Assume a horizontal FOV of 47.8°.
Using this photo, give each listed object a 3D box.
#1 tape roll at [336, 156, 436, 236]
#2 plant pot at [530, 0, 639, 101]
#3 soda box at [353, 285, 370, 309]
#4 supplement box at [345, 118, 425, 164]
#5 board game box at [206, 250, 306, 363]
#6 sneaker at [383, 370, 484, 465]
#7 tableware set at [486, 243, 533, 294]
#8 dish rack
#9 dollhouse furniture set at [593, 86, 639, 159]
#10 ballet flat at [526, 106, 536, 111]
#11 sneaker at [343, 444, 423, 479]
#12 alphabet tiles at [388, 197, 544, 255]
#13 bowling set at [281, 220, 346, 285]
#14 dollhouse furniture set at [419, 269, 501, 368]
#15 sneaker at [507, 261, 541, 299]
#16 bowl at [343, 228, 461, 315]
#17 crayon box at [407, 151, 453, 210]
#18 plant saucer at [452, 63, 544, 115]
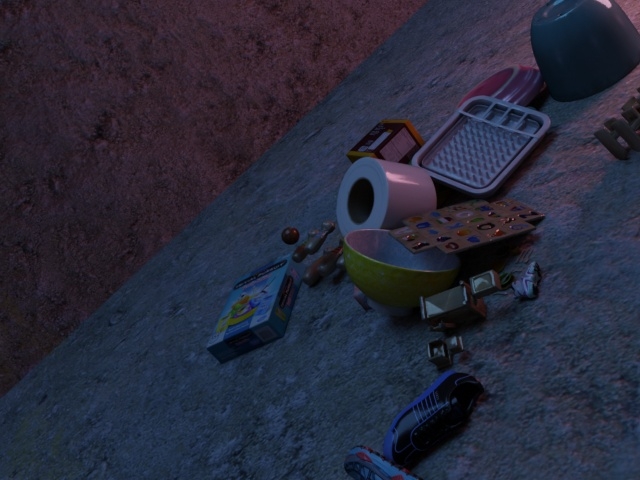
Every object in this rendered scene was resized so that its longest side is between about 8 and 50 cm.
[{"bbox_3d":[0.178,-0.098,1.990,0.246,0.169,0.246,-15,72,56],"label":"tape roll"},{"bbox_3d":[0.746,-0.585,2.083,0.293,0.235,0.293,-33,24,17],"label":"plant pot"},{"bbox_3d":[0.133,0.107,1.971,0.063,0.058,0.183,-31,25,21],"label":"soda box"},{"bbox_3d":[0.229,-0.310,2.502,0.194,0.129,0.191,-44,23,-11],"label":"supplement box"},{"bbox_3d":[-0.198,0.205,2.268,0.254,0.079,0.336,-27,26,28],"label":"board game box"},{"bbox_3d":[0.216,0.341,1.378,0.232,0.081,0.090,-46,16,-18],"label":"sneaker"},{"bbox_3d":[0.416,0.065,1.660,0.104,0.024,0.154,-5,41,54],"label":"tableware set"},{"bbox_3d":[0.453,-0.257,2.034,0.286,0.072,0.333,30,67,39],"label":"dish rack"},{"bbox_3d":[0.795,-0.281,1.632,0.212,0.161,0.242,-44,1,-11],"label":"dollhouse furniture set"},{"bbox_3d":[0.570,-0.330,2.137,0.168,0.057,0.052,-36,-6,1],"label":"ballet flat"},{"bbox_3d":[0.106,0.460,1.301,0.125,0.104,0.262,-50,24,-18],"label":"sneaker"},{"bbox_3d":[0.353,-0.038,1.769,0.343,0.011,0.285,-15,21,-11],"label":"alphabet tiles"},{"bbox_3d":[0.000,0.000,2.143,0.154,0.200,0.287,-51,15,-30],"label":"bowling set"},{"bbox_3d":[0.323,0.180,1.548,0.182,0.101,0.160,-25,52,31],"label":"dollhouse furniture set"},{"bbox_3d":[0.438,0.088,1.564,0.069,0.038,0.098,-19,30,39],"label":"sneaker"},{"bbox_3d":[0.185,0.090,1.754,0.289,0.290,0.156,-122,40,-67],"label":"bowl"},{"bbox_3d":[0.293,-0.147,2.165,0.318,0.081,0.202,-50,25,-23],"label":"crayon box"},{"bbox_3d":[0.544,-0.446,2.282,0.332,0.084,0.332,-39,16,13],"label":"plant saucer"}]
